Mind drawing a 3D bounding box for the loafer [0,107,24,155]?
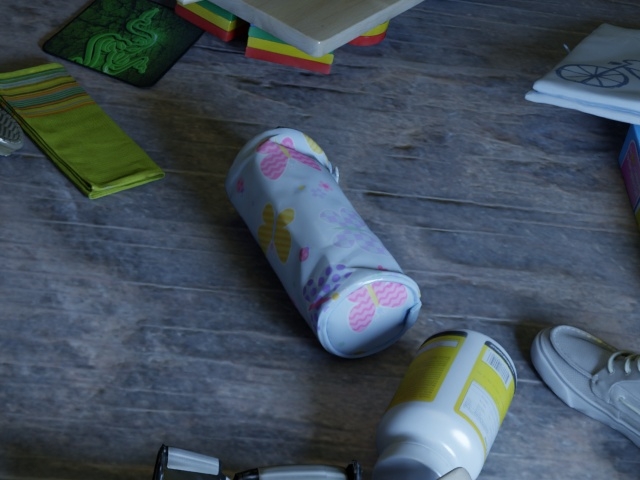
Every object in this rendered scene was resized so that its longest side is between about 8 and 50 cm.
[{"bbox_3d":[-0.402,-0.129,1.818,0.148,0.050,0.056,22,40,-12],"label":"loafer"}]

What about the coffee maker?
[{"bbox_3d":[-0.058,0.257,1.365,0.178,0.120,0.171,5,39,-8],"label":"coffee maker"}]

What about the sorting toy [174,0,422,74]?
[{"bbox_3d":[-0.034,-0.310,2.098,0.255,0.089,0.257,31,40,23],"label":"sorting toy"}]

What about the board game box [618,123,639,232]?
[{"bbox_3d":[0.490,-0.011,1.881,0.242,0.064,0.316,6,38,-7],"label":"board game box"}]

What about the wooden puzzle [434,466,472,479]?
[{"bbox_3d":[0.100,0.319,1.313,0.239,0.044,0.221,-25,80,-39],"label":"wooden puzzle"}]

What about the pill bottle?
[{"bbox_3d":[0.112,0.171,1.528,0.103,0.103,0.184,21,39,11],"label":"pill bottle"}]

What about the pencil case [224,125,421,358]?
[{"bbox_3d":[0.000,0.000,1.707,0.124,0.113,0.273,9,33,-36],"label":"pencil case"}]

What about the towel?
[{"bbox_3d":[-0.282,-0.131,1.871,0.102,0.021,0.237,-21,48,-33],"label":"towel"}]

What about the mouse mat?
[{"bbox_3d":[-0.240,-0.256,2.050,0.153,0.007,0.189,21,40,12],"label":"mouse mat"}]

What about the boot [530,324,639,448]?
[{"bbox_3d":[0.325,0.133,1.613,0.258,0.123,0.095,37,45,29],"label":"boot"}]

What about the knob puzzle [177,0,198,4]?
[{"bbox_3d":[-0.151,-0.365,2.034,0.213,0.030,0.213,8,36,-6],"label":"knob puzzle"}]

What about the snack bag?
[{"bbox_3d":[0.457,-0.200,2.071,0.323,0.037,0.342,13,25,19],"label":"snack bag"}]
